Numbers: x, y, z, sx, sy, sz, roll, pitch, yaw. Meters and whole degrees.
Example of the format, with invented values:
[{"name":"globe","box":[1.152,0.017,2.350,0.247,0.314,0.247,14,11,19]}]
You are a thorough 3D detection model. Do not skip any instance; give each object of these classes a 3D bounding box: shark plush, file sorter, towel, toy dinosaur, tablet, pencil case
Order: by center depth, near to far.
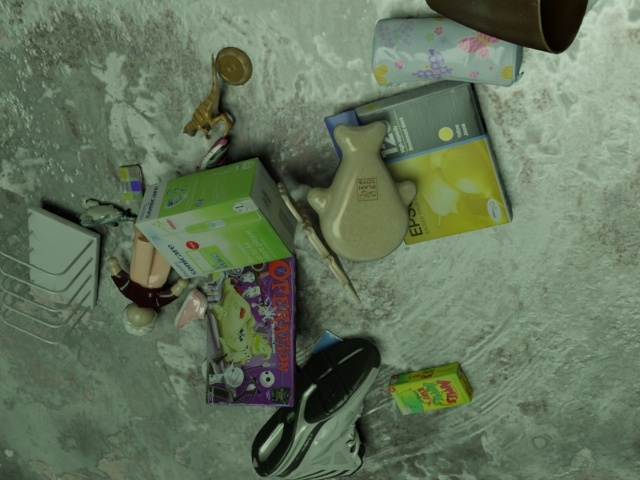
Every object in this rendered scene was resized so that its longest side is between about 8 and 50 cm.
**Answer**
[{"name":"pencil case","box":[0.227,-0.339,1.431,0.273,0.113,0.124,3,93,17]},{"name":"toy dinosaur","box":[-0.232,-0.272,1.673,0.112,0.064,0.211,34,131,-7]},{"name":"towel","box":[-0.445,-0.135,1.865,0.060,0.009,0.083,3,105,24]},{"name":"shark plush","box":[-0.515,-0.059,1.947,0.161,0.073,0.067,-8,140,2]},{"name":"tablet","box":[0.017,0.259,1.956,0.054,0.006,0.083,32,125,-1]},{"name":"file sorter","box":[-0.686,0.093,1.994,0.192,0.173,0.278,23,133,5]}]

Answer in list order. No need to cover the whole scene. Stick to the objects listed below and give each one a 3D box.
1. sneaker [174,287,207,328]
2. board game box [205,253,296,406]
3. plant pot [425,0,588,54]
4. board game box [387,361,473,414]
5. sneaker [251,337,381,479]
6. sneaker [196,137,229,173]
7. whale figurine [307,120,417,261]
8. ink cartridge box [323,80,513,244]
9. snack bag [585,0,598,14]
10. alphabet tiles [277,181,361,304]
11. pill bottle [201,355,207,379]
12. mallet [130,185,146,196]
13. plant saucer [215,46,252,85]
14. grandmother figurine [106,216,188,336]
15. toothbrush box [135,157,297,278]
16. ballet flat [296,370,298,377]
[{"name":"sneaker","box":[-0.319,0.188,2.009,0.070,0.051,0.134,34,122,4]},{"name":"board game box","box":[-0.159,0.204,1.831,0.208,0.056,0.347,-1,85,6]},{"name":"plant pot","box":[0.291,-0.423,1.290,0.230,0.215,0.215,16,127,34]},{"name":"board game box","box":[0.262,0.356,1.902,0.181,0.043,0.092,-18,113,29]},{"name":"sneaker","box":[0.047,0.436,1.996,0.257,0.169,0.447,25,113,-38]},{"name":"sneaker","box":[-0.227,-0.154,1.756,0.074,0.063,0.170,32,129,-4]},{"name":"whale figurine","box":[0.078,-0.098,1.547,0.216,0.141,0.272,-7,104,-6]},{"name":"ink cartridge box","box":[0.192,-0.142,1.585,0.307,0.072,0.304,-15,115,19]},{"name":"snack bag","box":[0.393,-0.554,1.286,0.323,0.037,0.342,38,126,-5]},{"name":"alphabet tiles","box":[0.000,0.000,1.647,0.021,0.284,0.278,-35,105,3]},{"name":"pill bottle","box":[-0.218,0.275,1.953,0.094,0.169,0.094,9,123,14]},{"name":"mallet","box":[-0.360,-0.097,1.859,0.189,0.039,0.062,26,127,9]},{"name":"plant saucer","box":[-0.182,-0.356,1.639,0.083,0.015,0.083,10,124,15]},{"name":"grandmother figurine","box":[-0.434,0.097,1.968,0.207,0.104,0.342,24,124,11]},{"name":"toothbrush box","box":[-0.222,-0.042,1.735,0.283,0.122,0.206,-10,138,21]},{"name":"ballet flat","box":[-0.083,0.378,2.030,0.074,0.074,0.203,-8,117,25]}]
